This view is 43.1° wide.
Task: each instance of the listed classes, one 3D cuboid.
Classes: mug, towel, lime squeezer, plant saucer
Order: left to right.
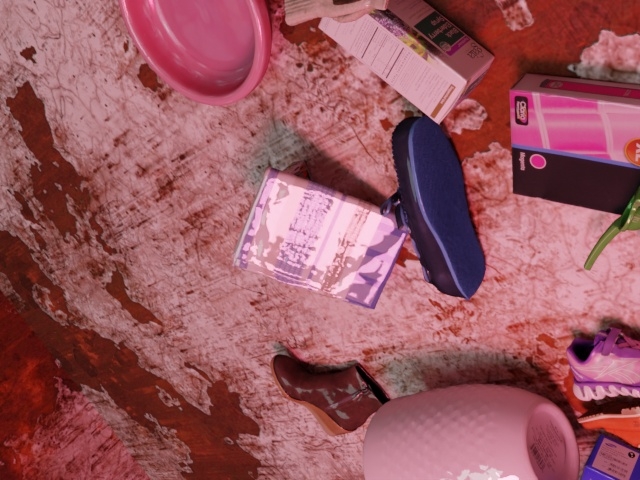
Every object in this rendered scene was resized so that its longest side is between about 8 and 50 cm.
[{"bbox_3d":[-0.207,-0.398,1.393,0.332,0.084,0.332,25,136,26],"label":"plant saucer"},{"bbox_3d":[0.000,0.000,1.458,0.285,0.034,0.209,19,115,-6],"label":"towel"},{"bbox_3d":[0.303,0.444,1.480,0.328,0.276,0.374,-24,84,44],"label":"mug"},{"bbox_3d":[0.445,-0.035,1.057,0.110,0.058,0.310,25,151,-28],"label":"lime squeezer"}]

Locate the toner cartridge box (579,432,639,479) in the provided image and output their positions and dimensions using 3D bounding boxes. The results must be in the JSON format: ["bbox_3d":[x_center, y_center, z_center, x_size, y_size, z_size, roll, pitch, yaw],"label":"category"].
[{"bbox_3d":[0.537,0.485,1.437,0.165,0.075,0.347,25,148,26],"label":"toner cartridge box"}]

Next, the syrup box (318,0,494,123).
[{"bbox_3d":[0.123,-0.289,1.178,0.237,0.093,0.096,40,141,8],"label":"syrup box"}]

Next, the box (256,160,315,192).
[{"bbox_3d":[-0.032,-0.033,1.525,0.036,0.114,0.207,-2,121,44],"label":"box"}]

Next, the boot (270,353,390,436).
[{"bbox_3d":[0.021,0.318,1.829,0.248,0.090,0.207,48,129,1],"label":"boot"}]

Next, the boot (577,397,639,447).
[{"bbox_3d":[0.506,0.315,1.362,0.158,0.059,0.084,-24,91,56],"label":"boot"}]

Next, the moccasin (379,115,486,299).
[{"bbox_3d":[0.166,-0.040,1.324,0.117,0.138,0.342,9,128,43],"label":"moccasin"}]

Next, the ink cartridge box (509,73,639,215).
[{"bbox_3d":[0.435,-0.114,1.076,0.371,0.069,0.175,13,131,31],"label":"ink cartridge box"}]

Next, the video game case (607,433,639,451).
[{"bbox_3d":[0.589,0.354,1.370,0.143,0.019,0.157,42,141,6],"label":"video game case"}]

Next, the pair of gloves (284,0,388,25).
[{"bbox_3d":[0.032,-0.419,1.101,0.204,0.042,0.240,9,92,39],"label":"pair of gloves"}]

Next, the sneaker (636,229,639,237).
[{"bbox_3d":[0.520,0.003,1.116,0.158,0.061,0.065,19,161,31],"label":"sneaker"}]

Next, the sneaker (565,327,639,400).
[{"bbox_3d":[0.482,0.185,1.270,0.236,0.095,0.104,-20,100,50],"label":"sneaker"}]
